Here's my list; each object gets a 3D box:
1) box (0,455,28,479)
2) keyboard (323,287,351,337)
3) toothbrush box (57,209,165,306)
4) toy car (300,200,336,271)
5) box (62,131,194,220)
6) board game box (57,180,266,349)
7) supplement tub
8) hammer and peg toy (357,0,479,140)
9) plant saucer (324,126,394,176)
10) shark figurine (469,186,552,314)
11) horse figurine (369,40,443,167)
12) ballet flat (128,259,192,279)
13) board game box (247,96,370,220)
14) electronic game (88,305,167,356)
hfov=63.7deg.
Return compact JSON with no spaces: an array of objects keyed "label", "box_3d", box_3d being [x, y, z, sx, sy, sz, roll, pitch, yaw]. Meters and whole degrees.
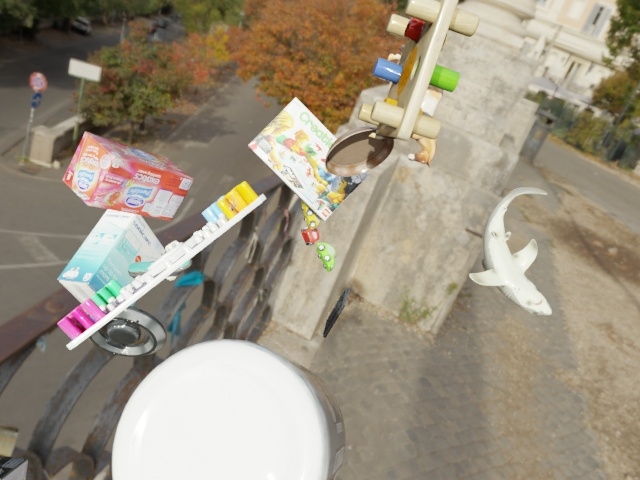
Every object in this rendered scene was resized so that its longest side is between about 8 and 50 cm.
[{"label":"box","box_3d":[-0.662,0.444,0.853,0.290,0.169,0.087,8,-1,-1]},{"label":"keyboard","box_3d":[0.050,0.213,1.579,0.023,0.180,0.108,27,44,0]},{"label":"toothbrush box","box_3d":[-0.656,0.075,1.653,0.126,0.216,0.295,4,51,20]},{"label":"toy car","box_3d":[0.000,0.000,1.678,0.053,0.239,0.225,-21,63,-13]},{"label":"box","box_3d":[-0.446,-0.144,1.217,0.123,0.128,0.257,36,11,25]},{"label":"board game box","box_3d":[-0.303,0.029,1.003,0.050,0.390,0.390,53,-13,-11]},{"label":"supplement tub","box_3d":[-0.072,0.223,0.574,0.194,0.193,0.316,27,-14,13]},{"label":"hammer and peg toy","box_3d":[0.190,-0.366,0.967,0.127,0.361,0.266,17,11,-7]},{"label":"plant saucer","box_3d":[0.086,-0.208,1.186,0.168,0.168,0.029,3,57,-36]},{"label":"shark figurine","box_3d":[0.360,0.013,1.038,0.166,0.278,0.116,3,-16,-5]},{"label":"horse figurine","box_3d":[0.208,-0.310,1.155,0.175,0.263,0.066,11,7,-13]},{"label":"ballet flat","box_3d":[-0.492,0.093,1.600,0.203,0.074,0.074,-7,25,3]},{"label":"board game box","box_3d":[-0.032,-0.229,1.475,0.305,0.193,0.053,44,-3,-9]},{"label":"electronic game","box_3d":[-0.539,0.250,1.417,0.229,0.229,0.048,15,43,-13]}]
